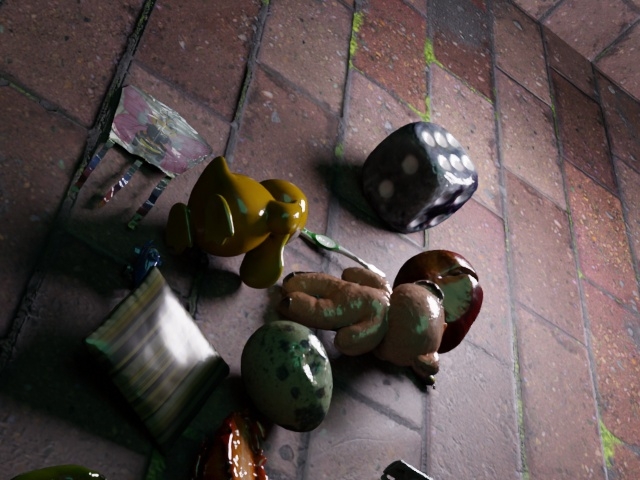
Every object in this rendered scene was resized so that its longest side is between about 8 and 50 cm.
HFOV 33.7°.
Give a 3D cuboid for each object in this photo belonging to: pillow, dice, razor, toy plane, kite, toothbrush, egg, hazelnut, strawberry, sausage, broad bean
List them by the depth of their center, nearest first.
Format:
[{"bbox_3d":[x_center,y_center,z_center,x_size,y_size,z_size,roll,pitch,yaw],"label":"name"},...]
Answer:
[{"bbox_3d":[-0.361,0.319,1.296,0.254,0.046,0.065,-14,79,-53],"label":"broad bean"},{"bbox_3d":[-0.127,0.331,1.518,0.121,0.082,0.188,52,19,-28],"label":"strawberry"},{"bbox_3d":[-0.238,0.172,1.553,0.212,0.052,0.208,57,35,-14],"label":"pillow"},{"bbox_3d":[-0.278,0.061,1.637,0.054,0.062,0.167,31,47,-23],"label":"toy plane"},{"bbox_3d":[-0.051,0.214,1.653,0.141,0.141,0.182,-6,68,-49],"label":"egg"},{"bbox_3d":[0.143,0.471,1.676,0.106,0.068,0.232,33,41,-18],"label":"razor"},{"bbox_3d":[-0.307,-0.148,1.851,0.204,0.022,0.360,37,34,-13],"label":"kite"},{"bbox_3d":[0.152,0.202,1.983,0.198,0.025,0.028,50,37,4],"label":"sausage"},{"bbox_3d":[0.001,-0.001,2.023,0.304,0.030,0.030,33,36,-18],"label":"toothbrush"},{"bbox_3d":[0.223,0.122,2.034,0.178,0.178,0.204,20,47,-33],"label":"hazelnut"},{"bbox_3d":[0.212,-0.135,2.252,0.182,0.183,0.181,-7,59,-52],"label":"dice"}]

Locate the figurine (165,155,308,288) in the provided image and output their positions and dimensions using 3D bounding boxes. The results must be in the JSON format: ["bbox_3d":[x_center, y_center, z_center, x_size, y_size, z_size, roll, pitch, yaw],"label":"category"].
[{"bbox_3d":[-0.128,-0.038,1.792,0.228,0.215,0.215,34,34,-40],"label":"figurine"}]

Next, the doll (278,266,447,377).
[{"bbox_3d":[0.072,0.145,1.890,0.303,0.156,0.201,12,49,0],"label":"doll"}]
